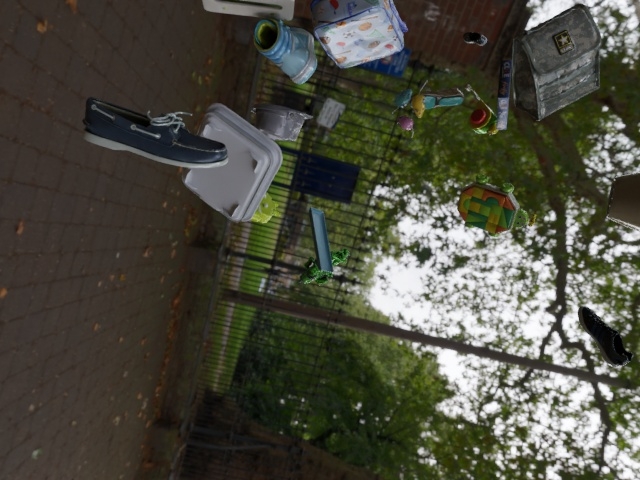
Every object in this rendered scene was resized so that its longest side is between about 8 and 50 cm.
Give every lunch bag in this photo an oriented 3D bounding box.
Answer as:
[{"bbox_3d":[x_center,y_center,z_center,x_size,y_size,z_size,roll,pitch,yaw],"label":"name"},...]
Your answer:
[{"bbox_3d":[0.121,-0.630,1.402,0.303,0.243,0.114,8,71,-68],"label":"lunch bag"},{"bbox_3d":[0.761,-0.583,1.545,0.287,0.235,0.169,61,1,-40],"label":"lunch bag"}]

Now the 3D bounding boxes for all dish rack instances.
[{"bbox_3d":[-0.297,-0.224,1.488,0.332,0.286,0.072,-55,177,38],"label":"dish rack"}]

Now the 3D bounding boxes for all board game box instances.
[{"bbox_3d":[0.732,-0.575,1.901,0.243,0.042,0.165,41,57,-65],"label":"board game box"}]

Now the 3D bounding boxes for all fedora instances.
[{"bbox_3d":[-0.173,-0.495,2.040,0.275,0.244,0.124,5,96,-50],"label":"fedora"}]

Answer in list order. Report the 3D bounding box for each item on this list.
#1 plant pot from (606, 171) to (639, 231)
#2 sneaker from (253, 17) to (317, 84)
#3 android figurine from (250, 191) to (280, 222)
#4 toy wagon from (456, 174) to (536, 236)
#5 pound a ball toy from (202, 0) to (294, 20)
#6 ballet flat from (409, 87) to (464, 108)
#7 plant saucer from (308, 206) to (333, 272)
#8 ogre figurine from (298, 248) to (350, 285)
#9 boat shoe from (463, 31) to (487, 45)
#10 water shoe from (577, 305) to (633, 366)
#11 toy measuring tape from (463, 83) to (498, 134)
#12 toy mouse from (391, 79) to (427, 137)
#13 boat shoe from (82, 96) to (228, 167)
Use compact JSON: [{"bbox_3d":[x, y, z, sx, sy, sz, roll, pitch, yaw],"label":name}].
[{"bbox_3d":[1.015,-0.110,1.407,0.256,0.274,0.256,-33,128,-56],"label":"plant pot"},{"bbox_3d":[-0.126,-0.659,1.541,0.127,0.208,0.319,-42,-141,22],"label":"sneaker"},{"bbox_3d":[-0.273,-0.157,1.779,0.056,0.273,0.248,-51,-148,29],"label":"android figurine"},{"bbox_3d":[0.801,-0.140,2.173,0.068,0.344,0.267,-36,140,-40],"label":"toy wagon"},{"bbox_3d":[-0.231,-0.802,1.418,0.136,0.319,0.208,122,-28,-76],"label":"pound a ball toy"},{"bbox_3d":[0.429,-0.536,1.783,0.073,0.206,0.067,93,-7,-56],"label":"ballet flat"},{"bbox_3d":[0.000,0.000,1.380,0.067,0.018,0.192,16,59,-55],"label":"plant saucer"},{"bbox_3d":[0.006,0.087,1.552,0.118,0.097,0.197,-34,-164,42],"label":"ogre figurine"},{"bbox_3d":[0.639,-0.850,1.986,0.049,0.040,0.142,-56,-145,15],"label":"boat shoe"},{"bbox_3d":[0.881,0.284,1.465,0.203,0.073,0.080,65,-29,21],"label":"water shoe"},{"bbox_3d":[0.718,-0.592,2.202,0.121,0.121,0.330,110,-32,-45],"label":"toy measuring tape"},{"bbox_3d":[0.247,-0.384,1.399,0.143,0.031,0.160,19,-70,55],"label":"toy mouse"},{"bbox_3d":[-0.285,-0.190,0.835,0.095,0.255,0.079,-74,179,-67],"label":"boat shoe"}]
